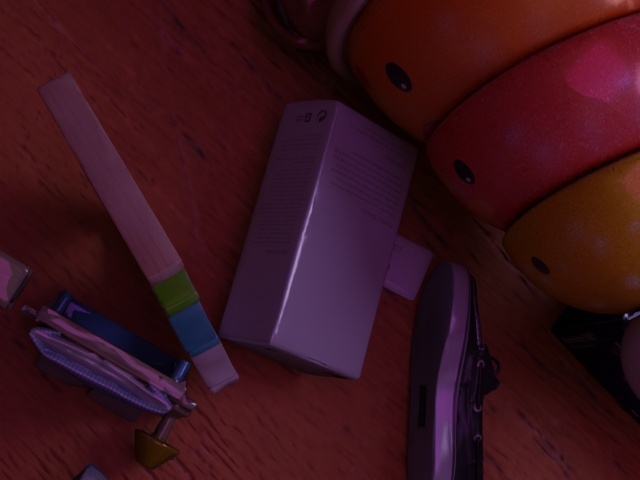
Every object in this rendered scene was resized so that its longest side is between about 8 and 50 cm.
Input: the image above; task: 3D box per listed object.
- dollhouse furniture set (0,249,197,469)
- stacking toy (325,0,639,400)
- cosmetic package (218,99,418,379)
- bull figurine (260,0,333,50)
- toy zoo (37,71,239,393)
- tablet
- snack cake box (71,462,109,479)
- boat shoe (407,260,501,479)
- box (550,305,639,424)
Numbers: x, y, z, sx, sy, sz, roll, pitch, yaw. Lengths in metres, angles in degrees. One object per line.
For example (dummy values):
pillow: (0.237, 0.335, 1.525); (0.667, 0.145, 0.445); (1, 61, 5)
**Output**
dollhouse furniture set: (-0.247, 0.125, 1.040); (0.303, 0.286, 0.198); (31, 82, -7)
stacking toy: (0.241, -0.061, 1.129); (0.351, 0.350, 0.479); (-18, 73, -19)
cosmetic package: (0.000, 0.000, 1.215); (0.117, 0.085, 0.231); (27, 74, -38)
bull figurine: (0.058, -0.306, 1.292); (0.310, 0.101, 0.188); (-35, 85, -24)
toy zoo: (-0.139, 0.012, 1.095); (0.030, 0.293, 0.192); (-30, 65, -7)
tablet: (0.064, 0.017, 1.290); (0.083, 0.006, 0.054); (27, 75, -11)
snack cake box: (-0.231, 0.329, 1.071); (0.264, 0.089, 0.152); (-44, 93, -3)
boat shoe: (0.134, 0.136, 1.257); (0.076, 0.080, 0.228); (8, 80, -22)
box: (0.352, 0.114, 1.285); (0.207, 0.153, 0.108); (45, 73, -5)
